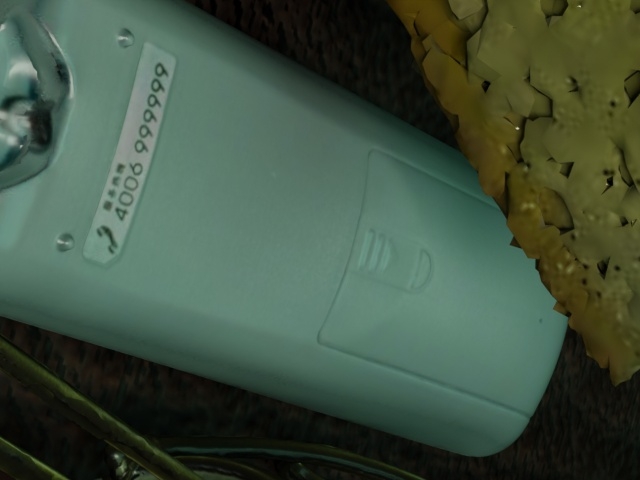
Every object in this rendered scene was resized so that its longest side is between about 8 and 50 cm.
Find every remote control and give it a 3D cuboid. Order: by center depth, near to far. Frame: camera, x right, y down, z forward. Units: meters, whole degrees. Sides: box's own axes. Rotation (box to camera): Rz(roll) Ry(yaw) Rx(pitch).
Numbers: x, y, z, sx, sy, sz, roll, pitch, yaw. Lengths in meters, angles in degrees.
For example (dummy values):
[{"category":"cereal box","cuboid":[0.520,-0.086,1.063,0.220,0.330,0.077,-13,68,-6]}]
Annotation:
[{"category":"remote control","cuboid":[-0.001,0.000,0.604,0.293,0.051,0.103,22,81,-50]}]

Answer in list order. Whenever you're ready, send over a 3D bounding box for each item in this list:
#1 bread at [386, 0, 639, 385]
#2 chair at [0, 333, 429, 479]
[{"category":"bread","cuboid":[0.159,-0.134,0.536,0.315,0.248,0.279,-12,70,-32]},{"category":"chair","cuboid":[-0.042,0.113,0.496,0.325,0.159,0.170,35,72,-48]}]
